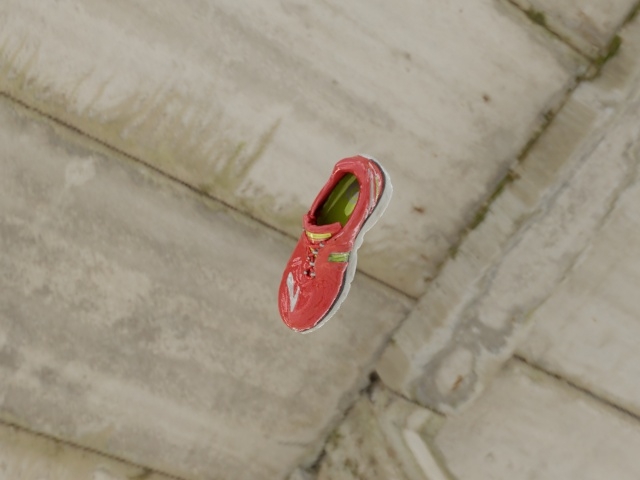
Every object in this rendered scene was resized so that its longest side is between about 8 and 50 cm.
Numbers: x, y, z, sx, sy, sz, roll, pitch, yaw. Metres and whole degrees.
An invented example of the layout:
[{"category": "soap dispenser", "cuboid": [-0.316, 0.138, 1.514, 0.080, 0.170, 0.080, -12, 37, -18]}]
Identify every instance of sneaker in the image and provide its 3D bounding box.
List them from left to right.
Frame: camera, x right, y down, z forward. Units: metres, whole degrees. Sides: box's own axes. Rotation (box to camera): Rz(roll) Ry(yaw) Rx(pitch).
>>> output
[{"category": "sneaker", "cuboid": [0.000, 0.000, 1.438, 0.118, 0.107, 0.279, 12, -77, -65]}]
